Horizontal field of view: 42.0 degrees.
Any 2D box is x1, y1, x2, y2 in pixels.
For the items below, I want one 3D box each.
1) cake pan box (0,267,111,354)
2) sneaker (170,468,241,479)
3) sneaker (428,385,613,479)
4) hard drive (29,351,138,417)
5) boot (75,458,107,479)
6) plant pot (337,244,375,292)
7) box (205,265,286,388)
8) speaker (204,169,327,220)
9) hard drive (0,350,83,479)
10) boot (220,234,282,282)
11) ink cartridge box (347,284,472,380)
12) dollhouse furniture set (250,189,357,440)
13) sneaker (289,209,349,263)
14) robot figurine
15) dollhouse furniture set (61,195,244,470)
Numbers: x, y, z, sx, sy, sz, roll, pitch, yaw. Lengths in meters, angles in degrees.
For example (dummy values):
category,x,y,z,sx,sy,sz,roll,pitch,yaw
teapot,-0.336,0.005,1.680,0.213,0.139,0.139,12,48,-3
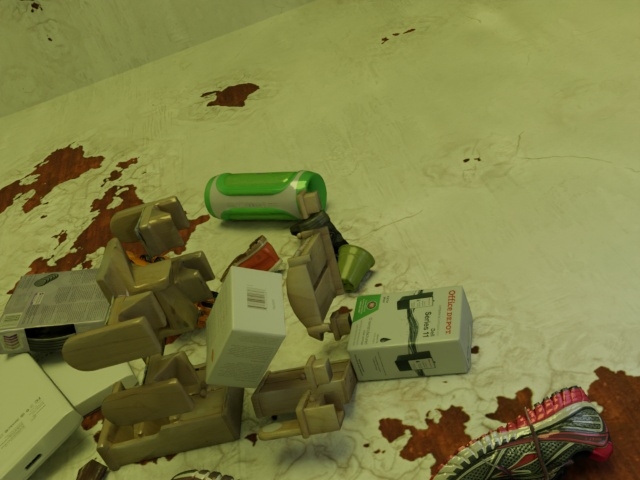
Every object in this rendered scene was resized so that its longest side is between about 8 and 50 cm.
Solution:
category,x,y,z,sx,sy,sz,roll,pitch,yaw
cake pan box,-0.575,0.153,1.875,0.245,0.070,0.267,-8,27,-2
sneaker,-0.150,0.455,1.281,0.281,0.106,0.162,2,42,29
sneaker,0.283,0.328,1.224,0.299,0.121,0.112,-30,64,0
hard drive,-0.535,0.272,1.809,0.210,0.040,0.318,-30,34,-13
boot,-0.448,0.449,1.509,0.106,0.037,0.114,-1,39,5
plant pot,0.063,0.064,1.759,0.083,0.083,0.079,3,51,32
box,-0.128,0.148,1.397,0.091,0.170,0.130,9,48,-19
speaker,-0.139,-0.110,2.067,0.296,0.131,0.131,1,39,29
hard drive,-0.633,0.361,1.678,0.233,0.047,0.353,-46,37,-15
boot,-0.158,0.065,1.888,0.158,0.084,0.059,-37,15,27
ink cartridge box,0.167,0.169,1.532,0.208,0.087,0.153,-8,36,17
dollhouse furniture set,-0.068,0.123,1.457,0.174,0.355,0.303,-12,12,13
sneaker,0.000,0.000,1.885,0.087,0.130,0.227,-32,7,-9
robot figurine,-0.340,0.109,1.847,0.211,0.085,0.291,9,18,-41
dollhouse furniture set,-0.326,0.193,1.485,0.256,0.394,0.362,-15,34,9
